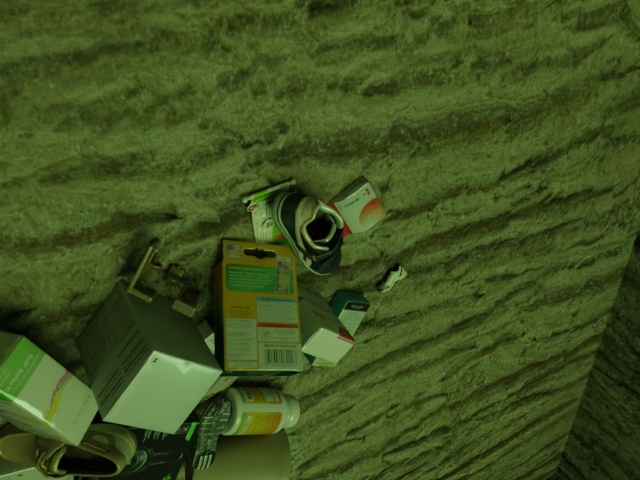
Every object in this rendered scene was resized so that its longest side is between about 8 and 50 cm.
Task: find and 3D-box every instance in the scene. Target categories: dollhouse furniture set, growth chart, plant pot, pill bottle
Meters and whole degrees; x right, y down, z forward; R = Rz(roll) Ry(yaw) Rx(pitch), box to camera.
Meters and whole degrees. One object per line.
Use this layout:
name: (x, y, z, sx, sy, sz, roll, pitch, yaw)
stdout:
dollhouse furniture set: (-0.331, 0.076, 1.448, 0.151, 0.144, 0.123, 28, 105, -7)
growth chart: (-0.103, -0.050, 1.606, 0.171, 0.021, 0.237, -27, 134, -18)
plant pot: (-0.260, 0.685, 1.902, 0.273, 0.256, 0.257, 9, 117, -20)
pill bottle: (-0.185, 0.505, 1.870, 0.245, 0.136, 0.136, 14, 112, -41)

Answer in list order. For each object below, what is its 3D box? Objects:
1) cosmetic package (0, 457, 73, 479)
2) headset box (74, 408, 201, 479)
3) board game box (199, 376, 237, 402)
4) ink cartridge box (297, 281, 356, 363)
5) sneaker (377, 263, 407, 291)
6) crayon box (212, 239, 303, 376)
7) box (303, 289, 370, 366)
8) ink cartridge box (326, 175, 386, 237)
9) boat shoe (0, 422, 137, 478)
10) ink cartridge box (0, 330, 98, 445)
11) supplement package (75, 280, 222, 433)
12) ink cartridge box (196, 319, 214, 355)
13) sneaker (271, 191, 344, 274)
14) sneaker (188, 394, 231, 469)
cosmetic package: (-0.739, 0.578, 1.568, 0.230, 0.085, 0.118, -7, 125, -30)
headset box: (-0.486, 0.538, 1.685, 0.282, 0.131, 0.247, 8, 116, -40)
board game box: (-0.288, 0.376, 1.697, 0.147, 0.045, 0.193, -46, 162, 14)
ink cartridge box: (-0.026, 0.216, 1.713, 0.092, 0.218, 0.158, -48, 136, 11)
sneaker: (0.215, 0.116, 1.947, 0.109, 0.040, 0.044, -41, 119, -8)
crayon box: (-0.158, 0.170, 1.565, 0.203, 0.323, 0.083, 6, 157, -27)
box: (0.049, 0.270, 1.918, 0.100, 0.060, 0.244, 12, 114, -41)
ink cartridge box: (0.080, -0.067, 1.707, 0.179, 0.045, 0.145, -41, 135, -6)
boat shoe: (-0.610, 0.489, 1.474, 0.340, 0.110, 0.122, -1, 108, 6)
ink cartridge box: (-0.625, 0.332, 1.367, 0.354, 0.207, 0.119, 61, 42, -44)
supplement package: (-0.400, 0.268, 1.453, 0.199, 0.263, 0.198, 30, 101, -44)
ink cartridge box: (-0.309, 0.284, 1.673, 0.181, 0.061, 0.104, -39, 137, -5)
sneaker: (0.000, 0.000, 1.599, 0.321, 0.127, 0.126, 50, 59, -51)
sneaker: (-0.336, 0.517, 1.783, 0.086, 0.132, 0.229, 13, 101, -40)
